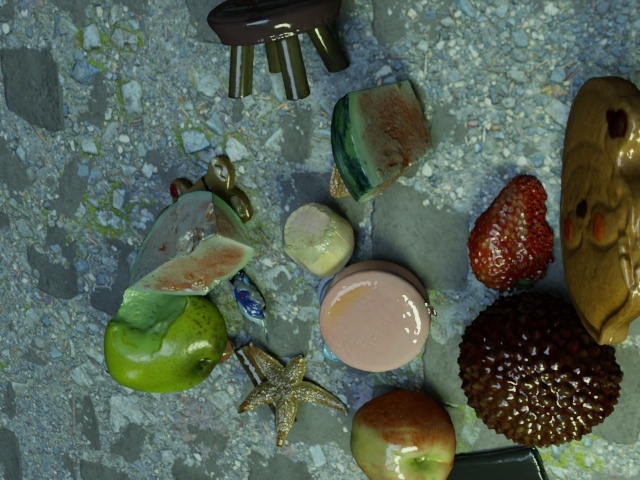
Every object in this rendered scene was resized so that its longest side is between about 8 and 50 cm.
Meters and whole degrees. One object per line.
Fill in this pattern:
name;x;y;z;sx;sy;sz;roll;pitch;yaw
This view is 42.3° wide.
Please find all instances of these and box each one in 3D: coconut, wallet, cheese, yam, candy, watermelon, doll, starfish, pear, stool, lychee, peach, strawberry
coconut;0.000;0.000;1.818;0.147;0.152;0.147;-10;65;23
wallet;0.374;0.545;1.860;0.285;0.030;0.146;-19;94;35
cheese;0.052;0.173;1.901;0.135;0.052;0.245;11;113;29
yam;-0.139;0.366;2.079;0.057;0.057;0.241;-33;90;34
candy;0.125;0.163;1.794;0.255;0.094;0.255;2;109;7
watermelon;0.121;-0.192;1.627;0.201;0.262;0.213;-20;93;3
doll;-0.174;0.137;2.013;0.195;0.070;0.096;61;147;7
starfish;-0.083;0.386;2.030;0.295;0.048;0.231;30;92;6
pear;-0.368;0.237;2.027;0.282;0.286;0.176;13;158;26
watermelon;-0.312;0.023;1.934;0.305;0.180;0.224;-32;93;28
stool;-0.079;-0.402;1.663;0.272;0.272;0.178;5;123;29
lychee;0.410;0.248;1.584;0.306;0.330;0.306;0;89;6
peach;0.172;0.443;1.838;0.256;0.232;0.232;-154;53;-64
strawberry;0.363;0.001;1.627;0.175;0.107;0.236;-9;102;32

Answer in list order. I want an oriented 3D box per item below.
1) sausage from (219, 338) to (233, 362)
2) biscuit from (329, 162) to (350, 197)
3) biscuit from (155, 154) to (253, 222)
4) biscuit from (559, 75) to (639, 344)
sausage;-0.305;0.287;2.138;0.194;0.077;0.077;-15;99;34
biscuit;0.098;-0.183;1.758;0.162;0.035;0.250;48;119;12
biscuit;-0.299;-0.070;2.024;0.301;0.049;0.197;-27;90;35
biscuit;0.481;-0.050;1.419;0.078;0.350;0.455;-2;92;2
